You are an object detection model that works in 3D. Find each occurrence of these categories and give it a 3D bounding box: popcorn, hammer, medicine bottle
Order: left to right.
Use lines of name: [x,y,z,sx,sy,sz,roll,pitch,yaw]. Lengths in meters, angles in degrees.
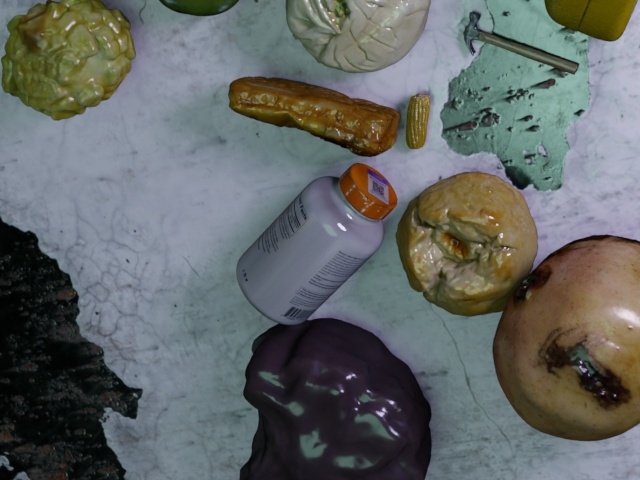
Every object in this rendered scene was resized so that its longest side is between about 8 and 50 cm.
popcorn: [-0.428,-0.319,2.070,0.235,0.181,0.217,-11,105,21]
medicine bottle: [0.000,0.000,2.038,0.157,0.157,0.288,45,120,0]
hammer: [0.302,-0.287,1.876,0.182,0.017,0.062,23,118,11]

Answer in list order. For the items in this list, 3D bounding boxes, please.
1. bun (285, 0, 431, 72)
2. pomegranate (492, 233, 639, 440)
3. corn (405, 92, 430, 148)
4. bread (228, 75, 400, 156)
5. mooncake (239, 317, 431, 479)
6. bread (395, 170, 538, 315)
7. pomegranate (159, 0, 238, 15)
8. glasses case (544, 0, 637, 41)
bun: [0.050,-0.363,1.878,0.229,0.145,0.229,7,110,19]
pomegranate: [0.411,0.148,1.844,0.322,0.322,0.322,8,114,19]
corn: [0.154,-0.189,1.966,0.037,0.037,0.092,12,119,18]
bread: [-0.012,-0.201,1.973,0.271,0.139,0.077,17,107,13]
mooncake: [0.017,0.337,2.152,0.350,0.212,0.381,1,114,15]
bread: [0.229,0.016,1.965,0.244,0.134,0.244,8,112,21]
pomegranate: [-0.200,-0.431,1.906,0.181,0.224,0.181,5,104,18]
glasses case: [0.410,-0.453,1.670,0.141,0.173,0.371,23,118,8]
